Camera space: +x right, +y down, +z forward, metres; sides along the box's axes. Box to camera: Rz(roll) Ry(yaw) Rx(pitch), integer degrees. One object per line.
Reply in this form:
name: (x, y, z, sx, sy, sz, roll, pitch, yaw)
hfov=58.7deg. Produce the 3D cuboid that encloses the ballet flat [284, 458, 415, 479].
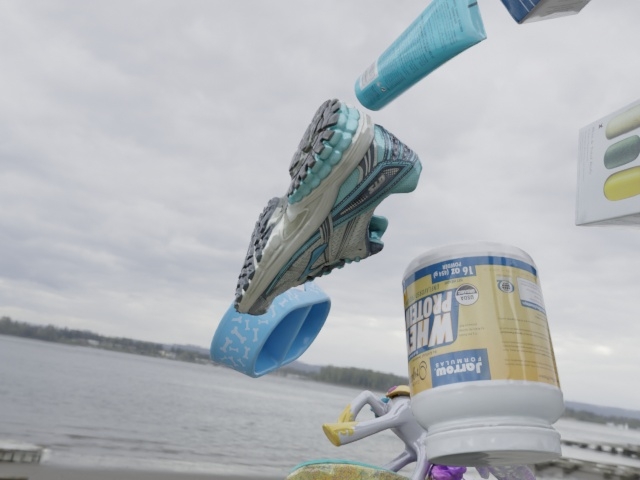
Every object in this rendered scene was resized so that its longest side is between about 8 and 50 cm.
ballet flat: (0.113, 0.388, 0.779, 0.348, 0.123, 0.123, 22, -18, -24)

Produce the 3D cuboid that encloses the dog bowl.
dog bowl: (-0.070, 0.143, 0.973, 0.074, 0.166, 0.297, 31, 10, 18)

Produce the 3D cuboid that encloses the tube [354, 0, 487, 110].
tube: (0.109, -0.215, 0.653, 0.052, 0.080, 0.207, -15, -5, -28)

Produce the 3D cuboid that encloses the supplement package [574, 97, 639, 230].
supplement package: (0.605, -0.127, 0.990, 0.198, 0.199, 0.263, 5, -5, -4)

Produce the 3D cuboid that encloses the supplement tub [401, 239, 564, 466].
supplement tub: (0.160, 0.116, 0.575, 0.144, 0.199, 0.144, 0, -29, 0)

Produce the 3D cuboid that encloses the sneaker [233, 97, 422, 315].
sneaker: (0.000, 0.000, 0.586, 0.122, 0.110, 0.283, 23, -49, -14)

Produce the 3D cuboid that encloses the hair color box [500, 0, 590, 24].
hair color box: (0.396, -0.451, 0.741, 0.174, 0.105, 0.347, -23, -13, -35)

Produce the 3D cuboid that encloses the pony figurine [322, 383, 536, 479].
pony figurine: (0.221, 0.419, 1.198, 0.363, 0.351, 0.303, -29, -10, -27)
